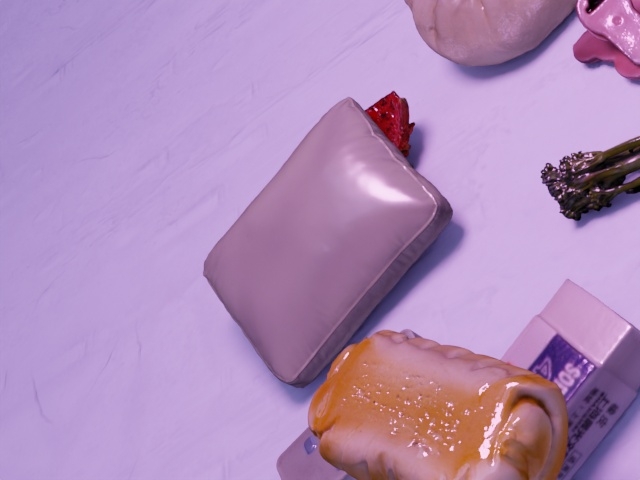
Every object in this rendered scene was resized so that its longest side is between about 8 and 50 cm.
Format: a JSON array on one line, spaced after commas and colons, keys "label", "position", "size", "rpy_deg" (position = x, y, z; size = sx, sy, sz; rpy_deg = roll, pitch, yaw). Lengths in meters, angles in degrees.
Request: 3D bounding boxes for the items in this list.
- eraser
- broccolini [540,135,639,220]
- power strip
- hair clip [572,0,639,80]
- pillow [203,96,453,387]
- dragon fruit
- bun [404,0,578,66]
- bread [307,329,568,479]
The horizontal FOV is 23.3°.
[{"label": "eraser", "position": [0.227, 0.185, 1.639], "size": [0.279, 0.081, 0.124], "rpy_deg": [-53, 36, 4]}, {"label": "broccolini", "position": [0.423, -0.118, 1.699], "size": [0.392, 0.079, 0.074], "rpy_deg": [-20, 37, 30]}, {"label": "power strip", "position": [0.050, 0.226, 1.848], "size": [0.270, 0.046, 0.118], "rpy_deg": [-47, 36, 12]}, {"label": "hair clip", "position": [0.376, -0.245, 1.871], "size": [0.138, 0.102, 0.123], "rpy_deg": [43, 100, 22]}, {"label": "pillow", "position": [0.000, 0.000, 1.999], "size": [0.322, 0.120, 0.255], "rpy_deg": [-49, 55, 16]}, {"label": "dragon fruit", "position": [0.078, -0.116, 2.079], "size": [0.162, 0.083, 0.106], "rpy_deg": [-33, 69, 27]}, {"label": "bun", "position": [0.218, -0.351, 2.033], "size": [0.259, 0.160, 0.259], "rpy_deg": [-27, 46, 33]}, {"label": "bread", "position": [0.119, 0.190, 1.585], "size": [0.311, 0.121, 0.172], "rpy_deg": [17, 73, 52]}]
